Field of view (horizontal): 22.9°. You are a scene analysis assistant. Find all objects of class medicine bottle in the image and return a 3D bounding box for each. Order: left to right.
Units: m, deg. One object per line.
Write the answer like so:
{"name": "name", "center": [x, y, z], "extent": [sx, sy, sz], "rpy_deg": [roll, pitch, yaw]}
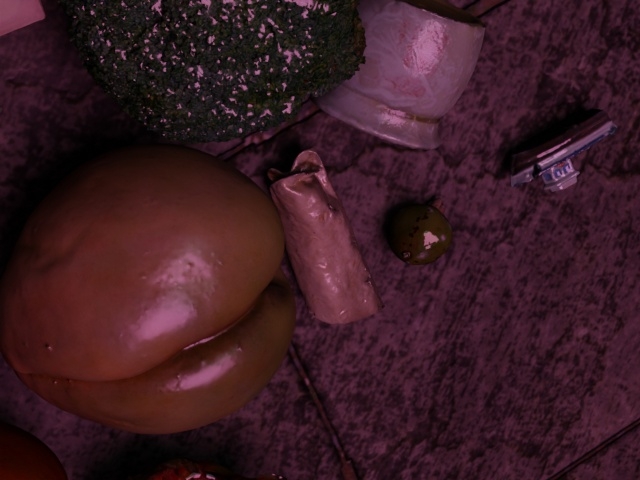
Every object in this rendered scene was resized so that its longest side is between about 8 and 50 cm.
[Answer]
{"name": "medicine bottle", "center": [0.077, -0.177, 1.587], "extent": [0.147, 0.147, 0.143], "rpy_deg": [10, 111, -32]}

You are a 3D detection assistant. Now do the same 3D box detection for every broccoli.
{"name": "broccoli", "center": [-0.094, -0.226, 1.420], "extent": [0.308, 0.308, 0.275], "rpy_deg": [27, 74, -35]}

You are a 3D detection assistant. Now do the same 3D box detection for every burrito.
{"name": "burrito", "center": [0.000, 0.000, 1.681], "extent": [0.087, 0.060, 0.226], "rpy_deg": [-32, 125, -18]}

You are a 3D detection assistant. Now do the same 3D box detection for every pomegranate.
{"name": "pomegranate", "center": [0.108, -0.010, 1.740], "extent": [0.073, 0.084, 0.073], "rpy_deg": [2, 114, 4]}

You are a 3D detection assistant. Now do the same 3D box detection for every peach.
{"name": "peach", "center": [-0.166, 0.052, 1.510], "extent": [0.292, 0.247, 0.292], "rpy_deg": [-5, 137, -5]}

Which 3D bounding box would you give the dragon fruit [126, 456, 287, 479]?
{"name": "dragon fruit", "center": [-0.116, 0.364, 1.676], "extent": [0.231, 0.237, 0.302], "rpy_deg": [-42, 113, -49]}

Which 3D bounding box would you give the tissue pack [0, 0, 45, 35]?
{"name": "tissue pack", "center": [-0.361, -0.312, 1.325], "extent": [0.170, 0.071, 0.325], "rpy_deg": [-26, 124, -19]}

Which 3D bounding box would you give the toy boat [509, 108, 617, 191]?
{"name": "toy boat", "center": [0.274, -0.095, 1.787], "extent": [0.140, 0.059, 0.066], "rpy_deg": [-29, 106, -12]}

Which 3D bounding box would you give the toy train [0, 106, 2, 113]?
{"name": "toy train", "center": [-0.365, -0.064, 1.450], "extent": [0.081, 0.060, 0.202], "rpy_deg": [29, 97, -43]}

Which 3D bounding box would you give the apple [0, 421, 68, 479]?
{"name": "apple", "center": [-0.356, 0.283, 1.524], "extent": [0.230, 0.230, 0.230], "rpy_deg": [-12, 118, -24]}
